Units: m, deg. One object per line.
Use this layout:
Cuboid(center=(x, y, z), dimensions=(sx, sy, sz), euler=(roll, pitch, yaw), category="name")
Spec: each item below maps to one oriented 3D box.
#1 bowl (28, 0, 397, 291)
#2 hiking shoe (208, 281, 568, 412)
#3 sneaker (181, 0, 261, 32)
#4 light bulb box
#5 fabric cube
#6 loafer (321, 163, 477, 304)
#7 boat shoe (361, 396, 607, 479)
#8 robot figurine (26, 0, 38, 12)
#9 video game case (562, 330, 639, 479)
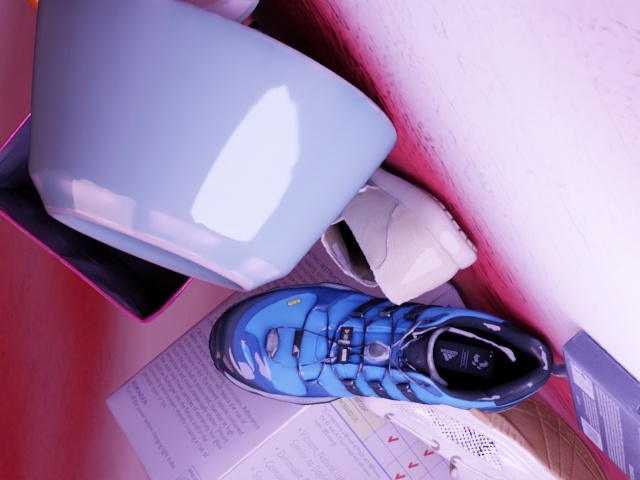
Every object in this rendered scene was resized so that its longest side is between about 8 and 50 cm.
Cuboid(center=(-0.111, -0.065, 0.950), dimensions=(0.311, 0.163, 0.311), euler=(21, 172, 3), category="bowl")
Cuboid(center=(0.057, 0.088, 1.020), dimensions=(0.132, 0.304, 0.113), euler=(134, 139, -74), category="hiking shoe")
Cuboid(center=(-0.075, -0.180, 0.982), dimensions=(0.151, 0.094, 0.256), euler=(39, 172, -27), category="sneaker")
Cuboid(center=(0.021, 0.216, 1.331), dimensions=(0.225, 0.361, 0.358), euler=(45, 172, 49), category="light bulb box")
Cuboid(center=(-0.212, -0.080, 1.407), dimensions=(0.259, 0.254, 0.258), euler=(39, -179, -2), category="fabric cube")
Cuboid(center=(0.040, -0.018, 1.056), dimensions=(0.102, 0.092, 0.268), euler=(53, 173, -23), category="loafer")
Cuboid(center=(0.164, 0.200, 1.165), dimensions=(0.277, 0.096, 0.098), euler=(35, -153, -8), category="boat shoe")
Cuboid(center=(-0.363, -0.378, 1.573), dimensions=(0.219, 0.158, 0.128), euler=(47, 134, 22), category="robot figurine")
Cuboid(center=(0.295, 0.202, 0.892), dimensions=(0.274, 0.026, 0.196), euler=(45, 172, 30), category="video game case")
